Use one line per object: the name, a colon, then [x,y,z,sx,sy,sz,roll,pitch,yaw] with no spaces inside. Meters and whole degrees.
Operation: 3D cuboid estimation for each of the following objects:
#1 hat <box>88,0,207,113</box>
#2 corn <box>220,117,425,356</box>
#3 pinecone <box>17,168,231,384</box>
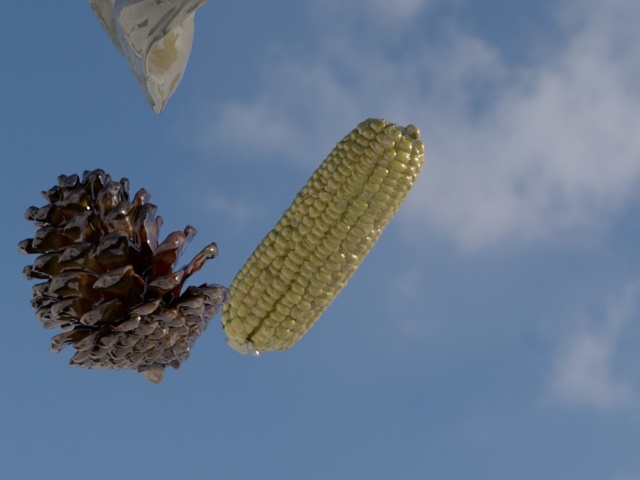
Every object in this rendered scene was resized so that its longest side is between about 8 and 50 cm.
hat: [-0.102,-0.197,1.157,0.173,0.166,0.144,44,-6,18]
corn: [0.000,0.000,1.428,0.080,0.080,0.238,32,-74,-20]
pinecone: [-0.103,0.018,0.883,0.109,0.102,0.102,46,-42,-11]
